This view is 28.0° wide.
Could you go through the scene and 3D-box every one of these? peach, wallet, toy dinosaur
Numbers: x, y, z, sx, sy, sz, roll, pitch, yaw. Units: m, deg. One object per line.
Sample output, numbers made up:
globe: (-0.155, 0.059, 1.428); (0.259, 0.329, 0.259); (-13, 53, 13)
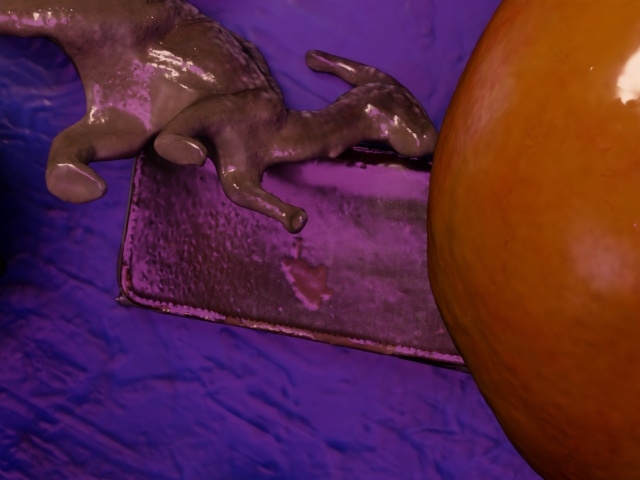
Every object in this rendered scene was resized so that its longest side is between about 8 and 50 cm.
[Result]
peach: (0.198, -0.019, 0.582); (0.307, 0.308, 0.332); (8, 128, 4)
wallet: (0.000, 0.000, 0.748); (0.232, 0.031, 0.122); (11, 99, 6)
toy dinosaur: (-0.083, -0.082, 0.695); (0.294, 0.162, 0.077); (26, 125, -1)

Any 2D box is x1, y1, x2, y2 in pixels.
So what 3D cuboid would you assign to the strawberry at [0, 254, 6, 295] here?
strawberry: (-0.313, -0.051, 0.667); (0.288, 0.238, 0.250); (38, 118, 12)
